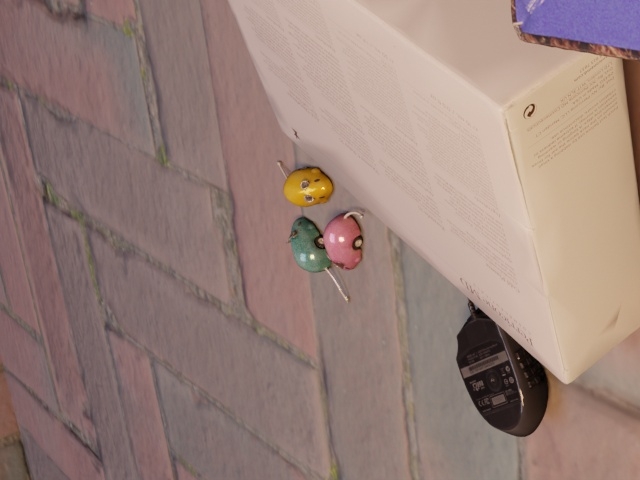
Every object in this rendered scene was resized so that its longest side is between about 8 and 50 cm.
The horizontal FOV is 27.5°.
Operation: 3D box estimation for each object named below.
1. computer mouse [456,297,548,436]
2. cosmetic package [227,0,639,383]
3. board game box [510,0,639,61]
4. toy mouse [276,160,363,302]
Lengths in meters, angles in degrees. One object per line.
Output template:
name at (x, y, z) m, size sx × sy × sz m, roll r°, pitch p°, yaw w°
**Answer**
computer mouse at (0.134, 0.045, 1.085) m, size 0.071 × 0.041 × 0.242 m, roll -29°, pitch 76°, yaw 54°
cosmetic package at (0.066, -0.107, 0.936) m, size 0.377 × 0.097 × 0.284 m, roll 44°, pitch 163°, yaw 39°
board game box at (0.244, -0.158, 0.457) m, size 0.232 × 0.291 × 0.141 m, roll 24°, pitch 129°, yaw 55°
toy mouse at (0.000, 0.000, 1.291) m, size 0.161 × 0.031 × 0.143 m, roll 15°, pitch 121°, yaw 57°
